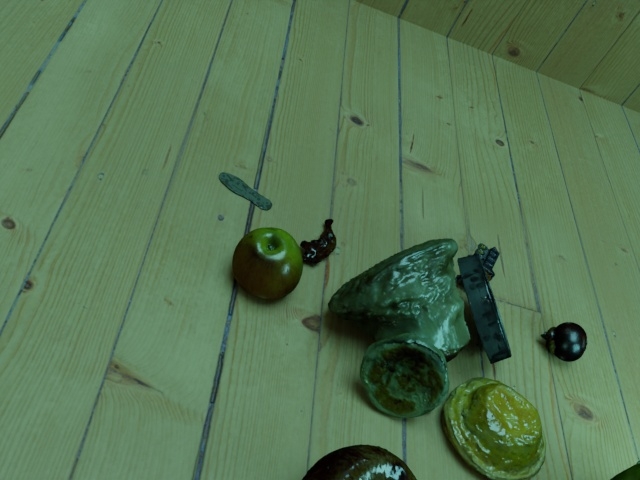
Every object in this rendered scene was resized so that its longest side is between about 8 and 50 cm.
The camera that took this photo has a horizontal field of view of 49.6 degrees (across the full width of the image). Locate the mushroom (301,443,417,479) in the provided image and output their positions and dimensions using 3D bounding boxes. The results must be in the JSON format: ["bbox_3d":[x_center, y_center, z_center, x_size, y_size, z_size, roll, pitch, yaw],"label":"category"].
[{"bbox_3d":[0.108,0.598,1.402,0.331,0.356,0.334,-23,93,-23],"label":"mushroom"}]

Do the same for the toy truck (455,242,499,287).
[{"bbox_3d":[0.514,0.089,2.243,0.092,0.083,0.192,38,43,2],"label":"toy truck"}]

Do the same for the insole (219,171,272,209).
[{"bbox_3d":[-0.233,-0.153,2.141,0.193,0.006,0.065,33,43,4],"label":"insole"}]

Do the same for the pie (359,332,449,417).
[{"bbox_3d":[0.212,0.344,1.752,0.241,0.240,0.054,30,21,1],"label":"pie"}]

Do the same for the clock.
[{"bbox_3d":[0.471,0.192,1.990,0.066,0.319,0.318,-19,49,13],"label":"clock"}]

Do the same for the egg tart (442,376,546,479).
[{"bbox_3d":[0.480,0.485,1.831,0.319,0.128,0.318,14,48,-16],"label":"egg tart"}]

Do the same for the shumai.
[{"bbox_3d":[0.249,0.192,1.883,0.398,0.324,0.323,-26,82,-20],"label":"shumai"}]

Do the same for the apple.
[{"bbox_3d":[-0.140,0.057,1.875,0.196,0.196,0.195,14,46,-15],"label":"apple"}]

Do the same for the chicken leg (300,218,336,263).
[{"bbox_3d":[0.004,0.004,2.087,0.089,0.048,0.219,39,45,6],"label":"chicken leg"}]

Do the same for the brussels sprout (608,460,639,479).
[{"bbox_3d":[0.794,0.718,1.622,0.361,0.342,0.425,11,88,5],"label":"brussels sprout"}]

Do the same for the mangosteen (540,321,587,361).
[{"bbox_3d":[0.753,0.311,2.144,0.140,0.140,0.140,14,46,-15],"label":"mangosteen"}]
